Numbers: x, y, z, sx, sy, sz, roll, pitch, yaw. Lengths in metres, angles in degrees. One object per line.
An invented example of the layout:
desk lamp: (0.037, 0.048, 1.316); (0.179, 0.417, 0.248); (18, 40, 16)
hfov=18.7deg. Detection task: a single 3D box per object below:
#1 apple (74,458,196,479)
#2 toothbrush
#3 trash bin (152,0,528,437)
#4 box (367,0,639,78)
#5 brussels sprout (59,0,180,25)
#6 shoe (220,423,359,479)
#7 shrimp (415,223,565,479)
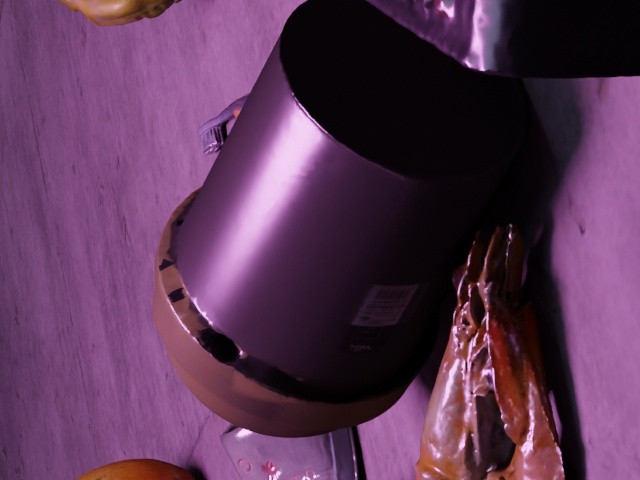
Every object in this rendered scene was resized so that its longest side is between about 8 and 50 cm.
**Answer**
apple: (-0.207, 0.326, 2.030); (0.196, 0.196, 0.196); (177, 90, -70)
toothbrush: (-0.065, -0.123, 1.792); (0.321, 0.023, 0.031); (152, 106, -69)
trash bin: (0.000, 0.000, 1.358); (0.334, 0.214, 0.214); (113, 147, -44)
box: (0.114, -0.155, 1.018); (0.350, 0.211, 0.058); (-132, 41, -62)
brussels sprout: (-0.198, -0.318, 1.870); (0.161, 0.223, 0.223); (-108, 20, -72)
shoe: (-0.031, 0.167, 1.630); (0.103, 0.100, 0.251); (136, 131, -63)
shrimp: (0.116, 0.119, 1.277); (0.145, 0.061, 0.267); (24, 112, 58)
